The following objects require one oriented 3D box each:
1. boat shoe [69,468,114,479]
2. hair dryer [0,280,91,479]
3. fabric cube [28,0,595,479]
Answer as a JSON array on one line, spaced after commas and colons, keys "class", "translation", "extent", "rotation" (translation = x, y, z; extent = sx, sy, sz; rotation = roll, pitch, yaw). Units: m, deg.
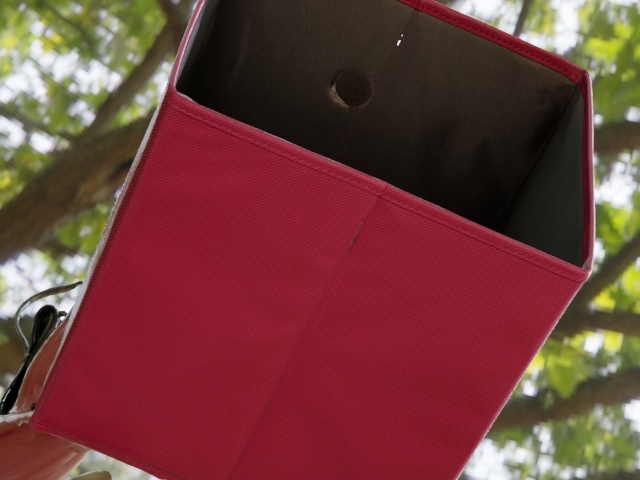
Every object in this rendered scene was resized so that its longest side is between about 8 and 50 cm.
[{"class": "boat shoe", "translation": [-0.167, 0.192, 0.994], "extent": [0.042, 0.133, 0.049], "rotation": [48, -8, -29]}, {"class": "hair dryer", "translation": [-0.262, 0.137, 1.449], "extent": [0.080, 0.223, 0.293], "rotation": [34, -3, -29]}, {"class": "fabric cube", "translation": [0.000, 0.000, 1.045], "extent": [0.259, 0.254, 0.258], "rotation": [23, -57, -6]}]
